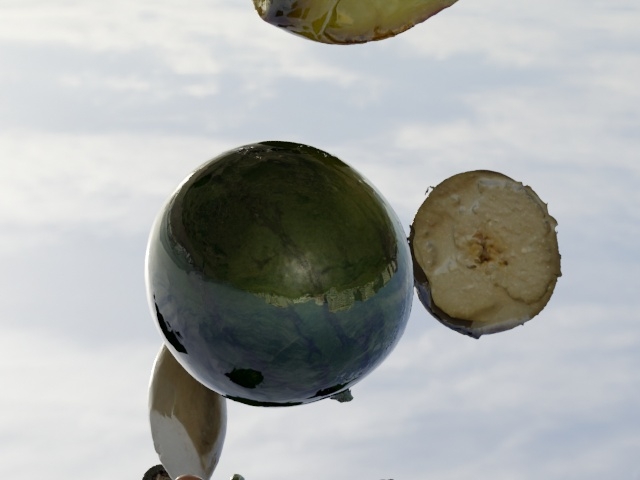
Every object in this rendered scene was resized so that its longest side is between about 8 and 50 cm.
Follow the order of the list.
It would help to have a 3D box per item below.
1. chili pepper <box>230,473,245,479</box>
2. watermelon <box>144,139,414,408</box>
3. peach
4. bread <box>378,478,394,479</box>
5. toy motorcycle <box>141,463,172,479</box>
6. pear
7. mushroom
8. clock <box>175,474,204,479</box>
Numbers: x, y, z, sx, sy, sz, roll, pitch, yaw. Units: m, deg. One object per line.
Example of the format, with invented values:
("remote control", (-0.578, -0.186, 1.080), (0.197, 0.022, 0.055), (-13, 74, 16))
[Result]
("chili pepper", (-0.132, 0.375, 2.068), (0.017, 0.030, 0.083), (11, -152, 10))
("watermelon", (-0.037, 0.031, 1.202), (0.242, 0.242, 0.242), (0, -162, 0))
("peach", (0.054, -0.438, 1.849), (0.380, 0.306, 0.242), (-23, -141, -17))
("bread", (0.120, 0.521, 2.265), (0.143, 0.229, 0.139), (14, 165, -1))
("toy motorcycle", (-0.208, 0.510, 2.245), (0.298, 0.089, 0.171), (47, -140, 0))
("pear", (0.222, 0.040, 2.055), (0.267, 0.267, 0.178), (-6, 163, -18))
("mushroom", (-0.204, 0.228, 2.155), (0.128, 0.128, 0.350), (1, -121, 3))
("clock", (-0.096, 0.425, 1.624), (0.227, 0.142, 0.241), (10, -140, -3))
